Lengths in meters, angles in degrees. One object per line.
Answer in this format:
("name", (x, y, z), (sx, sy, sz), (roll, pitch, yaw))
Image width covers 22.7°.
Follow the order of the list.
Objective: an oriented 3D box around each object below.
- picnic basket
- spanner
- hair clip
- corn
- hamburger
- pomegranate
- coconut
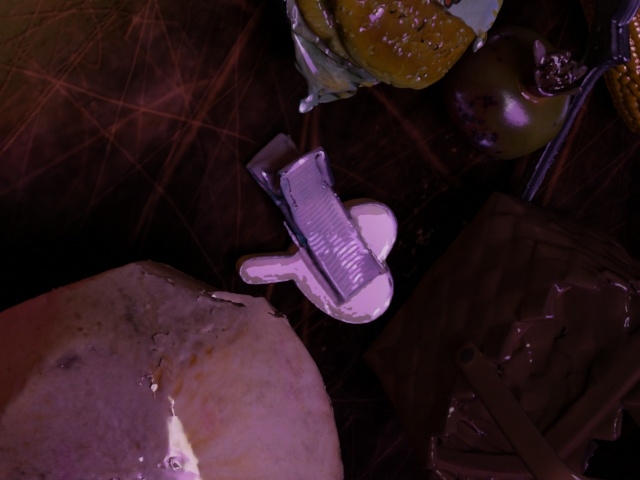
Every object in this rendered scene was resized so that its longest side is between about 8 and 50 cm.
("picnic basket", (0.234, 0.147, 1.585), (0.254, 0.321, 0.291), (14, 120, -43))
("spanner", (0.242, -0.132, 1.564), (0.026, 0.093, 0.325), (8, 134, -17))
("hair clip", (-0.003, 0.001, 1.514), (0.159, 0.071, 0.218), (-37, 126, -8))
("corn", (0.315, -0.210, 1.600), (0.091, 0.091, 0.260), (-33, 126, -3))
("hamburger", (0.053, -0.212, 1.385), (0.235, 0.125, 0.214), (-53, 124, -16))
("pomegranate", (0.181, -0.137, 1.505), (0.129, 0.159, 0.129), (-1, 101, -5))
("coconut", (-0.147, 0.177, 1.357), (0.352, 0.352, 0.353), (-17, 125, -26))
